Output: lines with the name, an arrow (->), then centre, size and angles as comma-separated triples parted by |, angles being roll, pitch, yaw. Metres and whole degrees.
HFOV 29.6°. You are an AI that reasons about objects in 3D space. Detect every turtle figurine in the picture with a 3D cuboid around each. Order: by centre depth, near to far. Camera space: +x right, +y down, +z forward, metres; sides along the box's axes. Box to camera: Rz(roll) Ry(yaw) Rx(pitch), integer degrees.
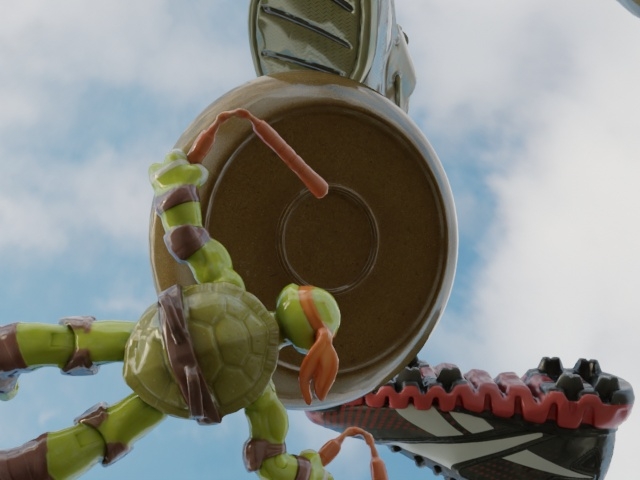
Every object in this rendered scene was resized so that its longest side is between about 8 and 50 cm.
turtle figurine -> -0.073, 0.079, 0.663 | 0.217, 0.087, 0.269 | -20, -88, 3

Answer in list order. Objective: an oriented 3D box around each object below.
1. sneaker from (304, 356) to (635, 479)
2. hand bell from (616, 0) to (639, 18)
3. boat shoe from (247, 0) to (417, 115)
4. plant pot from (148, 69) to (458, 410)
sneaker -> 0.117, 0.162, 1.002 | 0.276, 0.097, 0.135 | 4, -82, -1
hand bell -> 0.153, -0.081, 0.427 | 0.242, 0.126, 0.126 | 33, -82, -42
boat shoe -> 0.015, -0.141, 0.968 | 0.113, 0.103, 0.302 | 30, -40, 22
plant pot -> 0.000, 0.000, 0.827 | 0.236, 0.032, 0.236 | 0, -89, -25
